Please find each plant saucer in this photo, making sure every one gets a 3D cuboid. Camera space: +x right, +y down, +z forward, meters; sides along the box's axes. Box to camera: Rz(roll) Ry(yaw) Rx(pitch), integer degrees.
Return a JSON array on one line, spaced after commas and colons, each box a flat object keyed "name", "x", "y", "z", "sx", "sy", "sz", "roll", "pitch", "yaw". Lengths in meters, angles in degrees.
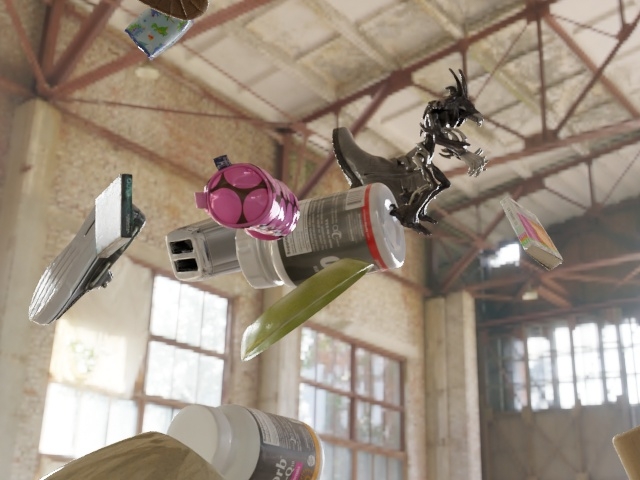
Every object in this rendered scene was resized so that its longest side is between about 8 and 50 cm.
[{"name": "plant saucer", "x": -0.028, "y": 0.094, "z": 1.333, "sx": 0.241, "sy": 0.037, "sz": 0.241, "roll": -36, "pitch": -7, "yaw": -5}]

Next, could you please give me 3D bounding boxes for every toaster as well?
[{"name": "toaster", "x": -0.224, "y": 0.016, "z": 1.897, "sx": 0.147, "sy": 0.129, "sz": 0.227, "roll": -18, "pitch": 7, "yaw": -33}]

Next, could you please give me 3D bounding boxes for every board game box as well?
[{"name": "board game box", "x": -0.404, "y": -0.046, "z": 1.758, "sx": 0.026, "sy": 0.126, "sz": 0.186, "roll": 4, "pitch": -14, "yaw": -28}]

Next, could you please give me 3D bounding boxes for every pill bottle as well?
[{"name": "pill bottle", "x": -0.134, "y": 0.380, "z": 1.607, "sx": 0.162, "sy": 0.162, "sz": 0.278, "roll": -15, "pitch": -26, "yaw": 35}, {"name": "pill bottle", "x": 0.000, "y": 0.000, "z": 1.663, "sx": 0.283, "sy": 0.161, "sz": 0.161, "roll": -13, "pitch": -25, "yaw": 20}]

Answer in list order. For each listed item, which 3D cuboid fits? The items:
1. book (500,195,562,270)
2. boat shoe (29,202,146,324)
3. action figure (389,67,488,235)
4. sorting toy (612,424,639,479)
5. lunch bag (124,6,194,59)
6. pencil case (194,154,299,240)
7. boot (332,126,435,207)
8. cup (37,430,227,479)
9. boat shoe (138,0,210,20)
[{"name": "book", "x": 0.416, "y": -0.018, "z": 1.788, "sx": 0.096, "sy": 0.144, "sz": 0.035, "roll": 29, "pitch": -60, "yaw": -34}, {"name": "boat shoe", "x": -0.496, "y": 0.056, "z": 1.952, "sx": 0.119, "sy": 0.335, "sz": 0.121, "roll": 37, "pitch": 1, "yaw": -38}, {"name": "action figure", "x": 0.224, "y": -0.151, "z": 1.559, "sx": 0.141, "sy": 0.275, "sz": 0.164, "roll": 26, "pitch": 20, "yaw": 15}, {"name": "sorting toy", "x": 0.606, "y": 0.359, "z": 1.463, "sx": 0.208, "sy": 0.193, "sz": 0.038, "roll": -26, "pitch": 6, "yaw": 7}, {"name": "lunch bag", "x": -0.338, "y": -0.452, "z": 1.911, "sx": 0.129, "sy": 0.096, "sz": 0.151, "roll": -41, "pitch": 4, "yaw": 2}, {"name": "pencil case", "x": -0.090, "y": -0.048, "z": 1.183, "sx": 0.098, "sy": 0.095, "sz": 0.209, "roll": -15, "pitch": -9, "yaw": 7}, {"name": "boot", "x": 0.171, "y": -0.199, "z": 2.370, "sx": 0.223, "sy": 0.338, "sz": 0.118, "roll": -25, "pitch": -33, "yaw": 8}, {"name": "cup", "x": -0.227, "y": 0.380, "z": 1.114, "sx": 0.331, "sy": 0.237, "sz": 0.331, "roll": 30, "pitch": -31, "yaw": 20}, {"name": "boat shoe", "x": -0.340, "y": -0.508, "z": 1.543, "sx": 0.342, "sy": 0.123, "sz": 0.123, "roll": 22, "pitch": -35, "yaw": -23}]
